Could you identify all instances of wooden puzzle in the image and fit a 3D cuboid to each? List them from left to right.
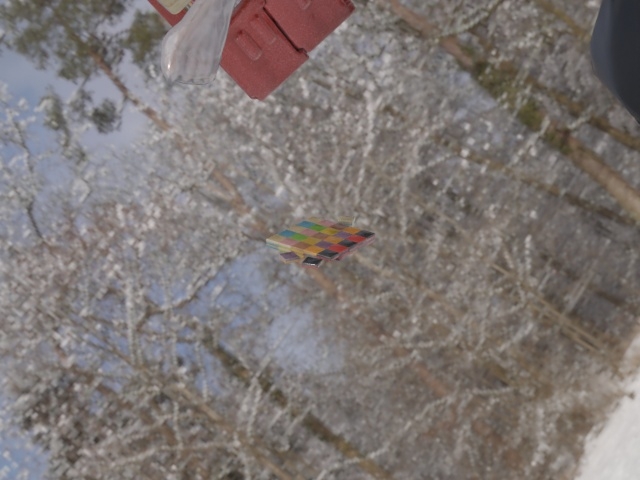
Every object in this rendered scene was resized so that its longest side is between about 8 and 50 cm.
[{"bbox_3d":[0.000,0.000,0.581,0.083,0.049,0.006,-27,-55,-48],"label":"wooden puzzle"}]

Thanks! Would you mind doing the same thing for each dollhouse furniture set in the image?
[{"bbox_3d":[-0.144,-0.325,0.928,0.152,0.201,0.374,-46,-36,1],"label":"dollhouse furniture set"}]

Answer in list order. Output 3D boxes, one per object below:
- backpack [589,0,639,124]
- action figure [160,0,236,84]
[{"bbox_3d":[0.400,-0.206,0.603,0.356,0.273,0.290,-25,-31,-17],"label":"backpack"},{"bbox_3d":[-0.057,-0.236,0.245,0.330,0.341,0.178,-36,12,45],"label":"action figure"}]
